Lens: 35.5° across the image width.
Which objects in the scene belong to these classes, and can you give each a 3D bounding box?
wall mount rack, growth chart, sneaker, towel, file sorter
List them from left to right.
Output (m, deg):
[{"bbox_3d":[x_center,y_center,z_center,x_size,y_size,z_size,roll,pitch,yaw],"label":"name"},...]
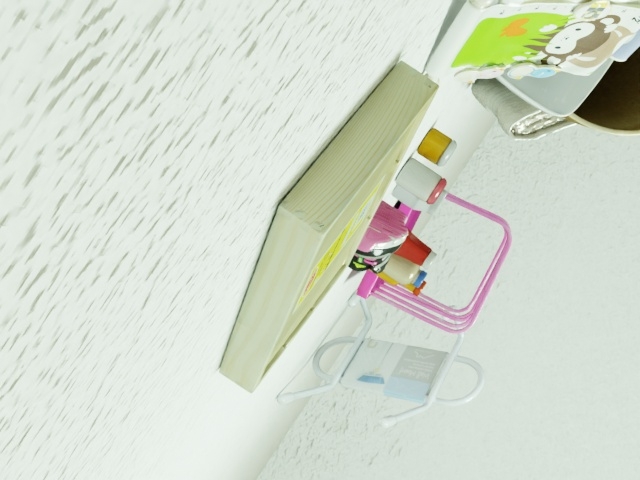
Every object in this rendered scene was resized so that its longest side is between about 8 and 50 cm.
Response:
[{"bbox_3d":[0.052,0.004,1.063,0.075,0.063,0.170,-64,177,14],"label":"sneaker"},{"bbox_3d":[0.099,0.231,1.779,0.304,0.350,0.130,-55,138,-37],"label":"wall mount rack"},{"bbox_3d":[0.200,0.024,1.630,0.202,0.182,0.290,-64,172,7],"label":"file sorter"},{"bbox_3d":[0.210,-0.177,0.840,0.172,0.237,0.021,100,-17,-70],"label":"growth chart"},{"bbox_3d":[0.356,-0.219,1.341,0.282,0.049,0.187,-19,-153,1],"label":"towel"}]

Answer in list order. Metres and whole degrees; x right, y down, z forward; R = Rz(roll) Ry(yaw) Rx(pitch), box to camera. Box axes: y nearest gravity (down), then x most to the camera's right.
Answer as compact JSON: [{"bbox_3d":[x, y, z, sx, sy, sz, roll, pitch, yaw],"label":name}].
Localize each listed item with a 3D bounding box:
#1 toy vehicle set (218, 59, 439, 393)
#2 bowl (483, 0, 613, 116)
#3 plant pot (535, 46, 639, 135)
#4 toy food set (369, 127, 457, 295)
[{"bbox_3d":[0.000,0.000,0.786,0.166,0.035,0.267,-52,172,-34],"label":"toy vehicle set"},{"bbox_3d":[0.217,-0.208,0.978,0.142,0.142,0.053,-55,-162,0],"label":"bowl"},{"bbox_3d":[0.301,-0.238,1.147,0.237,0.237,0.254,-56,-170,-1],"label":"plant pot"},{"bbox_3d":[0.129,-0.023,1.312,0.232,0.104,0.111,-60,173,30],"label":"toy food set"}]
